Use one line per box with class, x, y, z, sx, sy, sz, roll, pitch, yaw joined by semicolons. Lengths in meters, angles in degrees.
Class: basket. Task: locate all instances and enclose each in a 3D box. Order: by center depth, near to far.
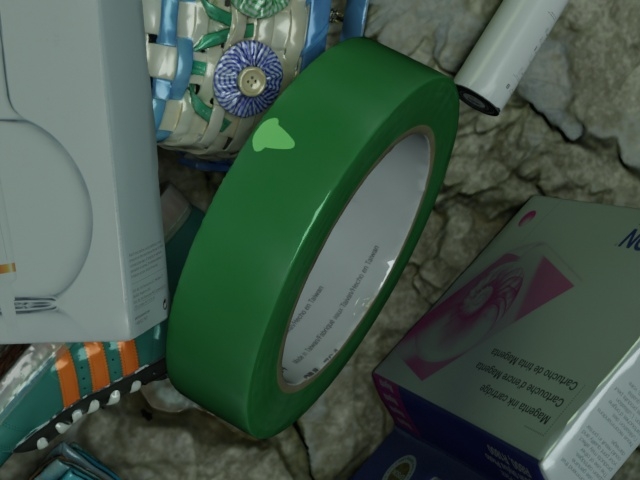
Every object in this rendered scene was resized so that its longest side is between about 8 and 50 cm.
basket;-0.065;-0.169;1.063;0.289;0.201;0.255;-7;108;-50

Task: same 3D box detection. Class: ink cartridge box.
ink cartridge box;0.169;0.105;1.108;0.330;0.324;0.071;-47;108;-10

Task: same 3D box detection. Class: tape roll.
tape roll;0.000;0.000;1.047;0.077;0.321;0.321;29;85;15

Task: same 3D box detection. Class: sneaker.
sneaker;-0.183;0.098;1.091;0.121;0.108;0.302;44;79;-15

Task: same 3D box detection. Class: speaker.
speaker;0.177;-0.185;1.221;0.055;0.055;0.136;34;85;-21

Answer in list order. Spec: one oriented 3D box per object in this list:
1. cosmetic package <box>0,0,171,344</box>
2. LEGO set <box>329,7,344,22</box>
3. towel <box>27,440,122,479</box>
cosmetic package;-0.307;-0.070;0.936;0.377;0.097;0.284;-3;96;13
LEGO set;0.010;-0.235;1.174;0.054;0.023;0.083;12;105;-19
towel;-0.227;0.383;1.114;0.271;0.040;0.370;39;92;-19
